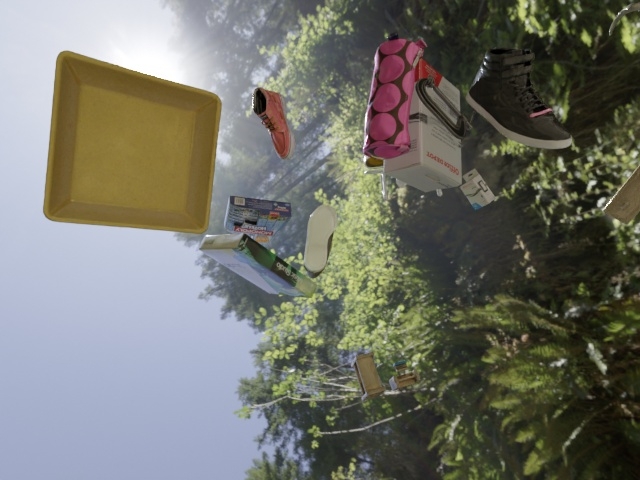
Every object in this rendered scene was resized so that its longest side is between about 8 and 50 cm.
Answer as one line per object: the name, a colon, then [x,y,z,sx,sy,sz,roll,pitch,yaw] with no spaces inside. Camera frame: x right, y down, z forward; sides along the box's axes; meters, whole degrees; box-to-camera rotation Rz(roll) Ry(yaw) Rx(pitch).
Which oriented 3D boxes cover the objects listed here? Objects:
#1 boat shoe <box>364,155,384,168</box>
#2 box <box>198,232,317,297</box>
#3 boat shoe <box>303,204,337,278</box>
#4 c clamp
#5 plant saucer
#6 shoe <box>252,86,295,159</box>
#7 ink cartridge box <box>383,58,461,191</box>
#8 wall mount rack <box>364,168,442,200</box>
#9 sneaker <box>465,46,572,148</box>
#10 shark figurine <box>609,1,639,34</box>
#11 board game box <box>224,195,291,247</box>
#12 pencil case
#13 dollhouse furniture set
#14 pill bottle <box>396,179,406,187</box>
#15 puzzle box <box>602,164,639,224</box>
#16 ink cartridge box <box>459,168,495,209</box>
boat shoe: [0.370,-0.403,1.897,0.157,0.366,0.136,-66,-38,-52]
box: [-0.195,0.084,1.295,0.322,0.232,0.059,37,-116,-35]
boat shoe: [-0.005,-0.001,1.564,0.109,0.091,0.305,12,-123,1]
c clamp: [0.241,-0.258,0.792,0.160,0.022,0.137,36,-131,-20]
plant saucer: [-0.406,-0.195,0.912,0.332,0.080,0.334,5,-87,-34]
shoe: [-0.119,-0.287,1.011,0.081,0.063,0.178,-2,-102,-54]
ink cartridge box: [0.265,-0.282,1.052,0.196,0.114,0.273,14,-107,-42]
wall mount rack: [0.359,-0.242,1.674,0.349,0.304,0.131,-5,-82,8]
sneaker: [0.435,-0.320,0.888,0.104,0.147,0.296,-17,-132,-15]
shark figurine: [0.887,-0.561,1.027,0.278,0.116,0.167,26,-85,-9]
board game box: [-0.210,-0.052,1.328,0.193,0.194,0.060,5,-125,-16]
pencil case: [0.135,-0.255,0.746,0.095,0.098,0.210,9,-93,-52]
dollhouse furniture set: [0.216,0.450,1.398,0.183,0.129,0.130,-12,-118,-11]
pill bottle: [0.319,-0.234,1.524,0.083,0.043,0.043,-40,-81,-32]
puzzle box: [0.728,-0.206,0.834,0.052,0.272,0.408,40,-138,26]
ink cartridge box: [0.356,-0.117,0.943,0.028,0.048,0.083,-32,-93,-24]
